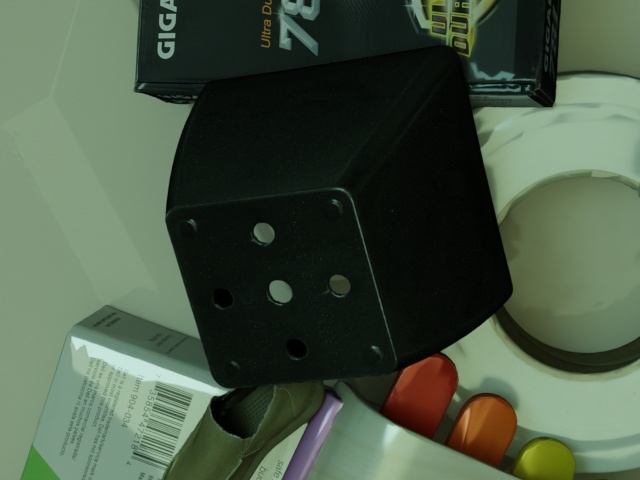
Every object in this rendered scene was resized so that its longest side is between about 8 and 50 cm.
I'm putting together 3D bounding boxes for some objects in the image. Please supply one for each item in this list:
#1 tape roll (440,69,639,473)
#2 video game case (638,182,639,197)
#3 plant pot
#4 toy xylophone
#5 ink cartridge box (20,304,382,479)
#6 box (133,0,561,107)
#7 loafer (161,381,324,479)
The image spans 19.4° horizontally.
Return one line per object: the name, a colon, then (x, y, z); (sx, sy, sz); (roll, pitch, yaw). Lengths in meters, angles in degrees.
tape roll: (0.191, 0.019, 1.342); (0.286, 0.100, 0.286); (1, 96, 7)
video game case: (0.311, -0.094, 1.267); (0.193, 0.023, 0.212); (23, 73, -28)
plant pot: (0.000, 0.000, 1.212); (0.187, 0.167, 0.188); (-6, 112, 23)
toy xylophone: (0.111, 0.235, 1.279); (0.322, 0.081, 0.236); (32, 96, -7)
ink cartridge box: (-0.076, 0.190, 1.384); (0.273, 0.115, 0.198); (20, 98, 4)
box: (0.023, -0.241, 1.300); (0.293, 0.073, 0.295); (3, 85, 17)
loafer: (-0.063, 0.132, 1.278); (0.148, 0.050, 0.056); (-47, 49, 13)
